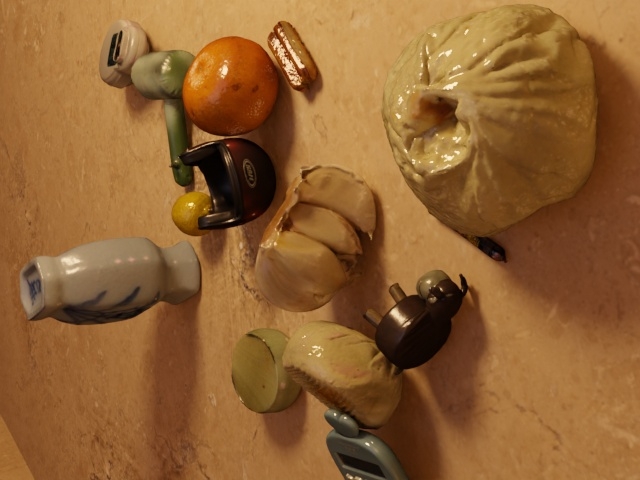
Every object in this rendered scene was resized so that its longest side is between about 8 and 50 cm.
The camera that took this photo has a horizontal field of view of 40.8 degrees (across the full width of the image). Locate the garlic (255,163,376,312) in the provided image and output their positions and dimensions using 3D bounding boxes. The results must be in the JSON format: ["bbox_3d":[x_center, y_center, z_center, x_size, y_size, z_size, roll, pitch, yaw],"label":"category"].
[{"bbox_3d":[-0.006,0.008,1.628,0.281,0.203,0.185,-65,6,-17],"label":"garlic"}]

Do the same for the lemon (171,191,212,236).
[{"bbox_3d":[-0.297,-0.063,2.051,0.133,0.109,0.109,-4,92,42],"label":"lemon"}]

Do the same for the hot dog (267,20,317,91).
[{"bbox_3d":[-0.059,-0.376,1.747,0.071,0.045,0.165,-54,54,44],"label":"hot dog"}]

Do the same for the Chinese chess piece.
[{"bbox_3d":[-0.118,0.287,1.894,0.188,0.083,0.189,4,96,50],"label":"Chinese chess piece"}]

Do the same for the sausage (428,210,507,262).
[{"bbox_3d":[0.239,-0.016,1.425,0.198,0.025,0.028,42,124,42],"label":"sausage"}]

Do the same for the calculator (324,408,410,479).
[{"bbox_3d":[0.097,0.429,1.568,0.188,0.042,0.303,0,120,56],"label":"calculator"}]

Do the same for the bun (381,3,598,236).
[{"bbox_3d":[0.224,-0.176,1.258,0.352,0.227,0.349,57,137,33],"label":"bun"}]

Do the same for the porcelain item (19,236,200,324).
[{"bbox_3d":[-0.509,0.101,2.106,0.242,0.405,0.179,-29,72,50],"label":"porcelain item"}]

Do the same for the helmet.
[{"bbox_3d":[-0.192,-0.124,1.833,0.216,0.193,0.189,-16,88,64],"label":"helmet"}]

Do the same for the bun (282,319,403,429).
[{"bbox_3d":[0.051,0.239,1.592,0.244,0.153,0.244,38,161,16],"label":"bun"}]

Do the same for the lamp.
[{"bbox_3d":[-0.501,-0.487,2.249,0.246,0.107,0.180,9,91,61],"label":"lamp"}]

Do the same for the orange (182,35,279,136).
[{"bbox_3d":[-0.187,-0.323,1.819,0.224,0.170,0.224,-27,49,36],"label":"orange"}]

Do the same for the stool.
[{"bbox_3d":[0.163,0.126,1.470,0.121,0.125,0.217,50,122,39],"label":"stool"}]

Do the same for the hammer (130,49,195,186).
[{"bbox_3d":[-0.366,-0.296,2.120,0.206,0.118,0.336,10,109,53],"label":"hammer"}]
